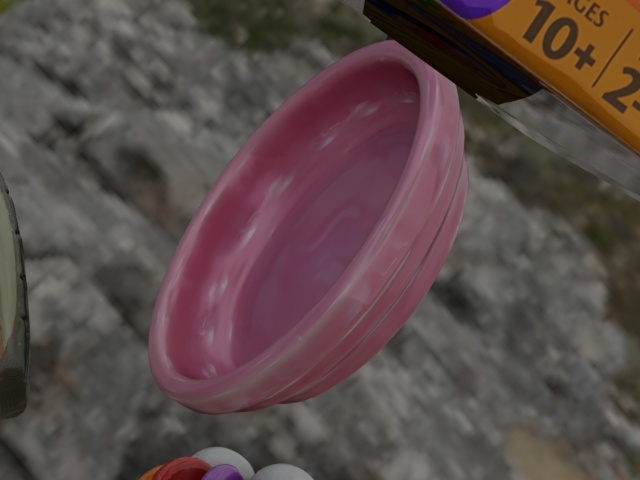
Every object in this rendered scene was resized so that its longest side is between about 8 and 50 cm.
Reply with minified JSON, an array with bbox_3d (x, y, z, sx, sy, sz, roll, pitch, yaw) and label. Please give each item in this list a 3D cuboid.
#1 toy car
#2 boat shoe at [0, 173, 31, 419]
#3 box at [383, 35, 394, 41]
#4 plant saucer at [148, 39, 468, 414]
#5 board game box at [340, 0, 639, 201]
[{"bbox_3d":[-0.097,0.260,1.789,0.182,0.159,0.136,11,-32,32],"label":"toy car"},{"bbox_3d":[-0.266,-0.018,1.246,0.122,0.120,0.324,96,-23,-50],"label":"boat shoe"},{"bbox_3d":[0.131,-0.246,1.776,0.045,0.190,0.184,29,4,7],"label":"box"},{"bbox_3d":[0.000,0.000,1.488,0.084,0.332,0.332,36,21,-23],"label":"plant saucer"},{"bbox_3d":[0.165,-0.231,0.911,0.356,0.356,0.356,33,3,-31],"label":"board game box"}]
